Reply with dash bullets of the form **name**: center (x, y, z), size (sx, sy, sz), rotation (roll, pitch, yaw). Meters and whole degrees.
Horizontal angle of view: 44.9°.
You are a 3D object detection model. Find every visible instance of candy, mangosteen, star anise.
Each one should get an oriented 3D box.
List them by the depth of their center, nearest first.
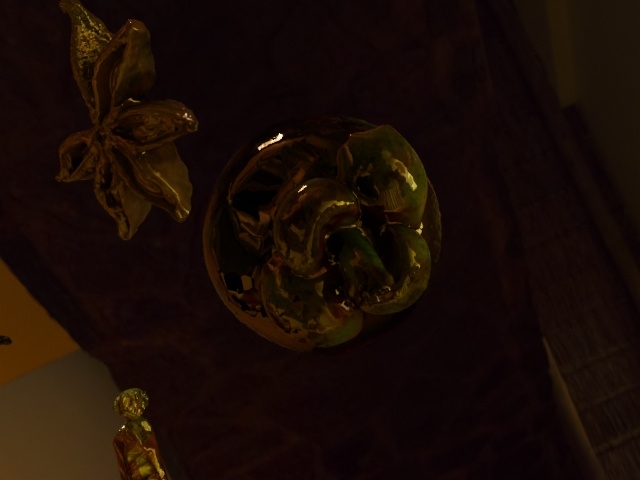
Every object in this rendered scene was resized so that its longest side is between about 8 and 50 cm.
- **star anise**: center (-0.162, -0.091, 0.672), size (0.171, 0.208, 0.063), rotation (31, -143, 26)
- **candy**: center (-0.202, 0.261, 0.886), size (0.053, 0.182, 0.046), rotation (-13, -179, -36)
- **mangosteen**: center (0.006, -0.003, 0.910), size (0.311, 0.311, 0.311), rotation (-13, -136, 13)

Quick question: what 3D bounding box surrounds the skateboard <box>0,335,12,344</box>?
- **skateboard**: center (-0.440, 0.138, 0.915), size (0.080, 0.151, 0.067), rotation (22, -91, 6)
